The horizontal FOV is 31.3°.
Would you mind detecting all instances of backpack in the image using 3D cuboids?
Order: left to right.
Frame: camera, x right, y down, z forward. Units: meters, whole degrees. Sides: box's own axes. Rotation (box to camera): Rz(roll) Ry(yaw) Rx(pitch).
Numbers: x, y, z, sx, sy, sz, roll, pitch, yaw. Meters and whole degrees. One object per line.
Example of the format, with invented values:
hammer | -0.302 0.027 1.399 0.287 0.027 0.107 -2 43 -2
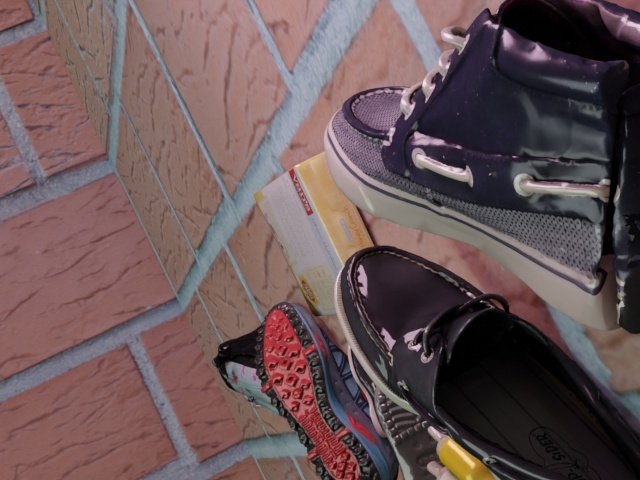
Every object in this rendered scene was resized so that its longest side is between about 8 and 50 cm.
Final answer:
backpack | -0.045 0.176 1.600 0.182 0.152 0.115 11 132 57

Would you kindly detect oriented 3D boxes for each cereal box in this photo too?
cereal box | 0.000 0.000 1.302 0.173 0.047 0.240 64 165 -2

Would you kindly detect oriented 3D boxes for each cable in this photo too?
cable | 0.192 0.265 1.022 0.287 0.072 0.139 32 148 64

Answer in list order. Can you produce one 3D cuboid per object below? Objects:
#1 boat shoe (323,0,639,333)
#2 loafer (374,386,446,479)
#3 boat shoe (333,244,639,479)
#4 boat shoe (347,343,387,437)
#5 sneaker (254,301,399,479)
boat shoe | 0.105 -0.083 0.700 0.340 0.127 0.158 31 138 52
loafer | 0.130 0.248 1.216 0.087 0.094 0.251 -15 -91 -80
boat shoe | 0.128 0.101 0.873 0.340 0.127 0.113 53 160 33
boat shoe | 0.070 0.173 1.364 0.046 0.038 0.125 -14 -97 -62
sneaker | 0.014 0.192 1.416 0.104 0.125 0.262 -31 84 33
